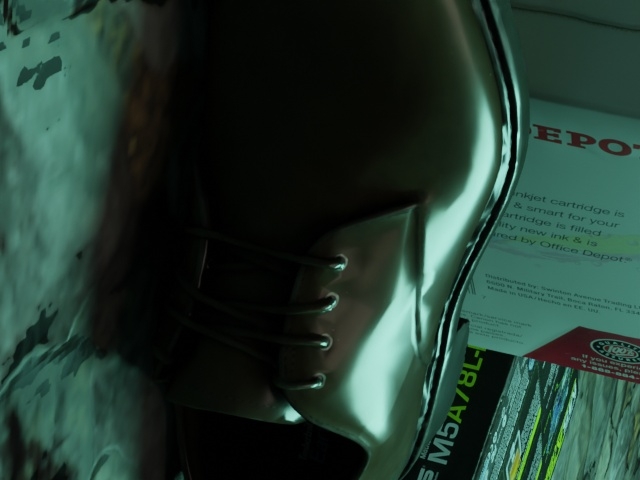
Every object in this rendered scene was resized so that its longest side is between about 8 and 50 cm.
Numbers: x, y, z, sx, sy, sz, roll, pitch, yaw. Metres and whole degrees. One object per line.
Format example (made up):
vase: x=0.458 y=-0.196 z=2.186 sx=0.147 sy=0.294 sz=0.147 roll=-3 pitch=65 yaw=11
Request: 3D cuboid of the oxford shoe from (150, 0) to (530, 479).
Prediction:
oxford shoe: x=0.000 y=0.000 z=0.499 sx=0.096 sy=0.083 sz=0.227 roll=-51 pitch=149 yaw=-47

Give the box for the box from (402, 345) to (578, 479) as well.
box: x=0.074 y=0.094 z=0.875 sx=0.184 sy=0.045 sz=0.190 roll=82 pitch=26 yaw=-56

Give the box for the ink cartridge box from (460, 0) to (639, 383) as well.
ink cartridge box: x=0.078 y=-0.053 z=0.623 sx=0.176 sy=0.128 sz=0.127 roll=73 pitch=34 yaw=-60
